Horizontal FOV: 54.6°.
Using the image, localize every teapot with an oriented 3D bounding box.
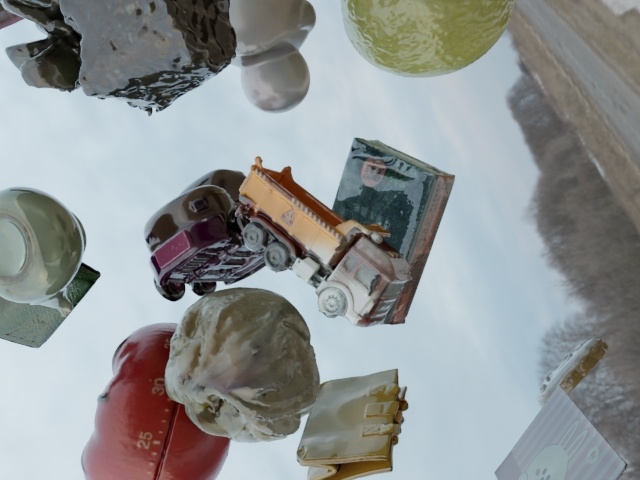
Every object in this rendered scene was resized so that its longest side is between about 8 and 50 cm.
[{"bbox_3d":[-0.562,-0.010,1.131,0.318,0.220,0.149,27,-167,17],"label":"teapot"}]

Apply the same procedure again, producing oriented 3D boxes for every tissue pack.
[{"bbox_3d":[0.121,-0.022,1.238,0.103,0.316,0.228,-1,-155,-42],"label":"tissue pack"}]

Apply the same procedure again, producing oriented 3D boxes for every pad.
[{"bbox_3d":[0.348,0.349,0.943,0.005,0.202,0.300,32,-171,1],"label":"pad"}]

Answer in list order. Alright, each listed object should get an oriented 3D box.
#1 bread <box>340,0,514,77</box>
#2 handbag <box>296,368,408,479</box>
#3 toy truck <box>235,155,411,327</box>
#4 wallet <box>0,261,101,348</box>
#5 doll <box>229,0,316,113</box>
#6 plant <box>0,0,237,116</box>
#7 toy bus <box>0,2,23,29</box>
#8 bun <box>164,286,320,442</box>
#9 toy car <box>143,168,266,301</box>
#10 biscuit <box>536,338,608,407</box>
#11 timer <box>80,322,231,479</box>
[{"bbox_3d":[0.190,-0.451,1.135,0.237,0.320,0.321,81,-176,-45],"label":"bread"},{"bbox_3d":[0.107,0.535,1.793,0.133,0.282,0.401,66,-161,-14],"label":"handbag"},{"bbox_3d":[0.000,0.000,0.882,0.270,0.135,0.114,39,-165,22],"label":"toy truck"},{"bbox_3d":[-0.586,0.116,1.271,0.160,0.236,0.055,33,-161,-36],"label":"wallet"},{"bbox_3d":[-0.099,-0.337,1.127,0.221,0.221,0.251,61,-175,-4],"label":"doll"},{"bbox_3d":[-0.259,-0.266,0.806,0.199,0.275,0.189,-12,-86,-67],"label":"plant"},{"bbox_3d":[-0.714,-0.525,1.346,0.090,0.273,0.112,52,165,36],"label":"toy bus"},{"bbox_3d":[-0.133,0.216,1.029,0.282,0.281,0.205,59,-161,-10],"label":"bun"},{"bbox_3d":[-0.232,-0.034,1.324,0.241,0.271,0.340,62,-160,15],"label":"toy car"},{"bbox_3d":[0.533,0.289,1.346,0.049,0.181,0.208,44,167,17],"label":"biscuit"},{"bbox_3d":[-0.322,0.363,1.288,0.279,0.378,0.378,14,-141,-10],"label":"timer"}]
